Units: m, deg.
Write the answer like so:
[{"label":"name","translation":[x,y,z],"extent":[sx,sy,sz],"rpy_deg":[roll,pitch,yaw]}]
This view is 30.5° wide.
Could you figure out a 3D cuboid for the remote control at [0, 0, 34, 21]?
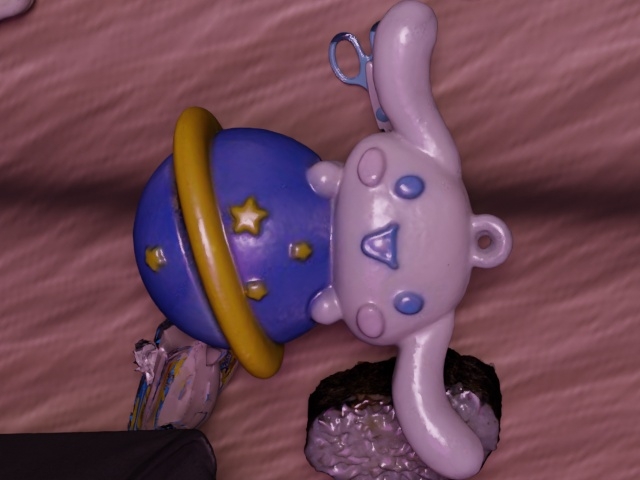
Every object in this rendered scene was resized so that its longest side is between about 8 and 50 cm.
[{"label":"remote control","translation":[-0.257,-0.212,0.844],"extent":[0.074,0.032,0.122],"rpy_deg":[-20,104,17]}]

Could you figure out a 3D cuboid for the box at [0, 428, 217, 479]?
[{"label":"box","translation":[-0.248,0.287,0.843],"extent":[0.345,0.251,0.204],"rpy_deg":[-7,110,35]}]

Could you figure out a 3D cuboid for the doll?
[{"label":"doll","translation":[0.005,0.027,0.815],"extent":[0.242,0.159,0.311],"rpy_deg":[-20,90,-4]}]

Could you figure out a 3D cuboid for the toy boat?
[{"label":"toy boat","translation":[-0.117,0.136,0.916],"extent":[0.066,0.084,0.210],"rpy_deg":[42,130,28]}]

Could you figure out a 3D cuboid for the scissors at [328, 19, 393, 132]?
[{"label":"scissors","translation":[0.045,-0.096,0.841],"extent":[0.058,0.014,0.119],"rpy_deg":[-13,103,18]}]

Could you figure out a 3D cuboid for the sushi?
[{"label":"sushi","translation":[0.062,0.135,0.882],"extent":[0.150,0.078,0.090],"rpy_deg":[-14,112,13]}]
